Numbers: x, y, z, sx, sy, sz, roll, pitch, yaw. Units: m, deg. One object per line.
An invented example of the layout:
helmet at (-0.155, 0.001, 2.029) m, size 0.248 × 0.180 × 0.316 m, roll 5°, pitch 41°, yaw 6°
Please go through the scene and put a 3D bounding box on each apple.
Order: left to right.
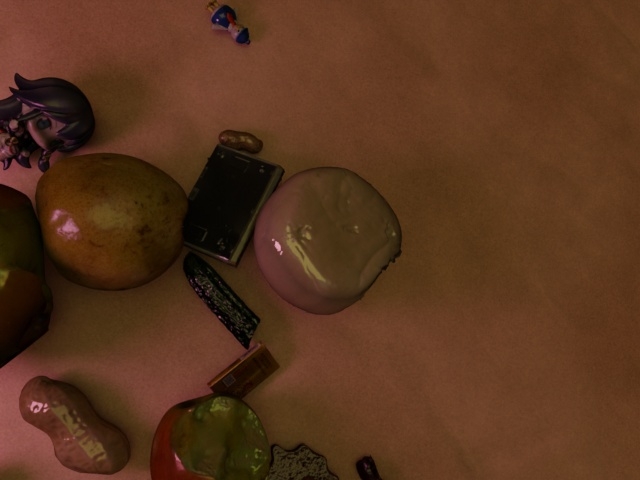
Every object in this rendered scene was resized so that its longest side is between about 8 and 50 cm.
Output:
apple at (-0.682, 0.082, 0.968) m, size 0.374 × 0.374 × 0.384 m, roll 45°, pitch 90°, yaw -1°
apple at (-0.230, 0.438, 1.056) m, size 0.247 × 0.246 × 0.226 m, roll -4°, pitch 79°, yaw -12°

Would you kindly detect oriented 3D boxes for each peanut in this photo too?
peanut at (-0.528, 0.400, 1.077) m, size 0.274 × 0.111 × 0.125 m, roll 44°, pitch 91°, yaw 2°
peanut at (-0.201, -0.250, 1.276) m, size 0.113 × 0.054 × 0.053 m, roll 9°, pitch 79°, yaw -10°

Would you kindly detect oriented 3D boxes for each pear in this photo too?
pear at (-0.429, -0.045, 1.072) m, size 0.304 × 0.304 × 0.303 m, roll 2°, pitch 80°, yaw -11°

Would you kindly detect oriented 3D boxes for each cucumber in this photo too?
cucumber at (-0.237, 0.138, 1.193) m, size 0.077 × 0.077 × 0.265 m, roll -44°, pitch 91°, yaw -14°

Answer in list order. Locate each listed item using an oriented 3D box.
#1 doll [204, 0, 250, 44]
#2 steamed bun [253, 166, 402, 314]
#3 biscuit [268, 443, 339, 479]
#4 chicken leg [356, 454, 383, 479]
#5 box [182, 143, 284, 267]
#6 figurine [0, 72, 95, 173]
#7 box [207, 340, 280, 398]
doll at (-0.237, -0.567, 1.320) m, size 0.143 × 0.058 × 0.098 m, roll 45°, pitch 66°, yaw -7°
steamed bun at (0.000, 0.000, 1.181) m, size 0.334 × 0.233 × 0.311 m, roll -35°, pitch 88°, yaw -33°
biscuit at (-0.055, 0.569, 1.176) m, size 0.182 × 0.034 × 0.215 m, roll -29°, pitch 85°, yaw -15°
chicken leg at (0.134, 0.681, 1.177) m, size 0.178 × 0.083 × 0.322 m, roll 15°, pitch 80°, yaw 7°
box at (-0.230, -0.091, 1.215) m, size 0.211 × 0.045 × 0.270 m, roll 23°, pitch 76°, yaw 15°
figurine at (-0.649, -0.264, 1.131) m, size 0.265 × 0.175 × 0.196 m, roll -11°, pitch 78°, yaw -20°
box at (-0.177, 0.315, 1.181) m, size 0.156 × 0.022 × 0.089 m, roll -39°, pitch 118°, yaw -13°
